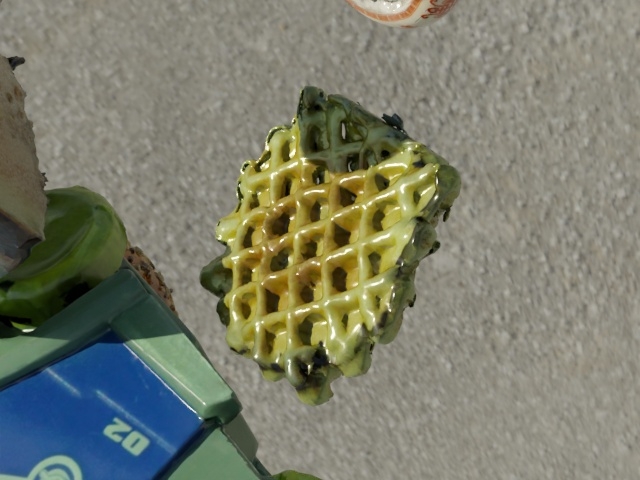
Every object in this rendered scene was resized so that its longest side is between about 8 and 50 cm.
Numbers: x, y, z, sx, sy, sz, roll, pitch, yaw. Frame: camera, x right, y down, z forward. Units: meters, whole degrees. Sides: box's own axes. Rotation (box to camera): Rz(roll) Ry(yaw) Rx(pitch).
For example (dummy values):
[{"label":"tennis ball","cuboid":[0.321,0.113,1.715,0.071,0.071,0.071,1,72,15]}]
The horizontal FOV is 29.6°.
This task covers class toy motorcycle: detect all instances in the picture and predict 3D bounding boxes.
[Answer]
[{"label":"toy motorcycle","cuboid":[-0.124,0.133,0.680,0.200,0.191,0.326,-34,40,-11]}]

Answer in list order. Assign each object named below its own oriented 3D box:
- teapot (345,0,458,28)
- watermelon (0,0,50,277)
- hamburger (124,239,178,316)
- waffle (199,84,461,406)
[{"label":"teapot","cuboid":[0.050,-0.258,1.059,0.245,0.159,0.116,-3,51,56]},{"label":"watermelon","cuboid":[-0.278,-0.094,0.643,0.188,0.175,0.322,-41,42,15]},{"label":"hamburger","cuboid":[-0.286,0.108,1.287,0.176,0.300,0.300,-10,54,43]},{"label":"waffle","cuboid":[0.000,0.000,1.222,0.297,0.073,0.317,-60,39,8]}]
